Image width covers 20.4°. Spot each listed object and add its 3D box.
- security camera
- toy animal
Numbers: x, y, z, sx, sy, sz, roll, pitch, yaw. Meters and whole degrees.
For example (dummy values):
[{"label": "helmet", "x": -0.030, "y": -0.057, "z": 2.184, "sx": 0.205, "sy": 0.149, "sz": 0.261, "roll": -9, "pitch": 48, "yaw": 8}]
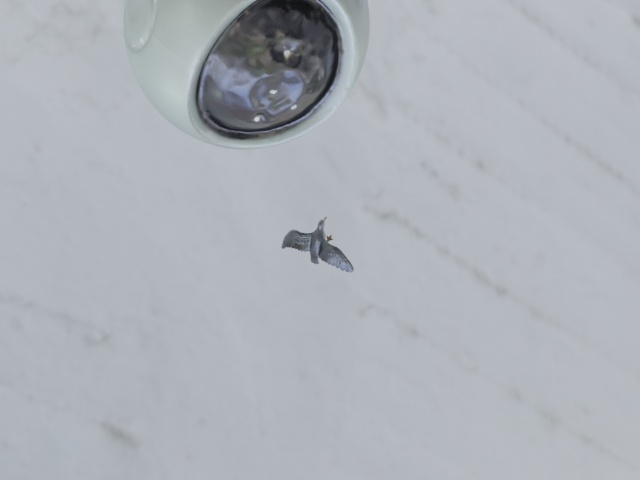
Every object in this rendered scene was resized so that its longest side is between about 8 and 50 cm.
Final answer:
[{"label": "security camera", "x": -0.054, "y": -0.187, "z": 1.346, "sx": 0.194, "sy": 0.236, "sz": 0.194, "roll": 15, "pitch": -164, "yaw": -5}, {"label": "toy animal", "x": 0.000, "y": 0.000, "z": 1.781, "sx": 0.028, "sy": 0.084, "sz": 0.050, "roll": 11, "pitch": -84, "yaw": -67}]
